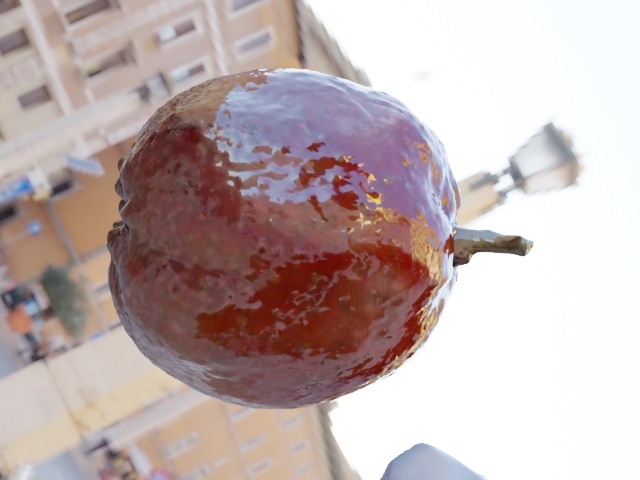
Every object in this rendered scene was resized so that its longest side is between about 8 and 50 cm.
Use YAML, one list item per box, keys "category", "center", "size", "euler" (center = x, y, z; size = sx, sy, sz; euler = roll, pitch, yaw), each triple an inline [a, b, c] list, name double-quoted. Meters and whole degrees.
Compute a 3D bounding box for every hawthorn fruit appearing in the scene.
- category: "hawthorn fruit"
  center: [0.000, 0.000, 0.885]
  size: [0.205, 0.253, 0.205]
  euler: [-172, -90, -86]

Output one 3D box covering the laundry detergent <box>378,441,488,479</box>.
- category: "laundry detergent"
  center: [-0.035, 0.231, 0.604]
  size: [0.088, 0.335, 0.159]
  euler: [30, -15, 42]
